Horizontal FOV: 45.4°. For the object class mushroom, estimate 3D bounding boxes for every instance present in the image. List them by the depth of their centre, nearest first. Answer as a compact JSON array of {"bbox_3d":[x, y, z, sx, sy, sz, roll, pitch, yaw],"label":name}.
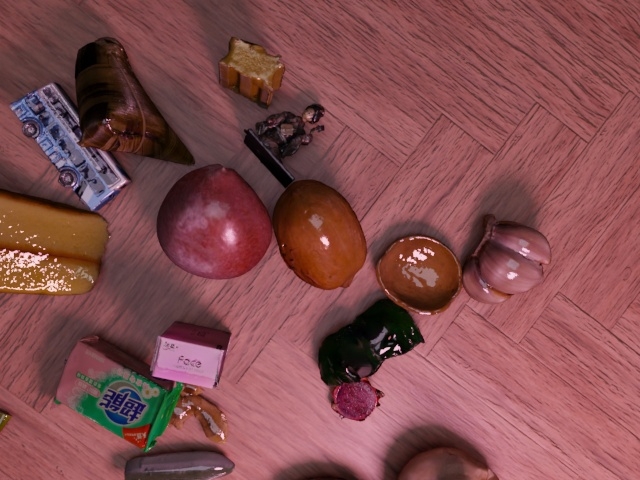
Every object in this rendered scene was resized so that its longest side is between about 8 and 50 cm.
[{"bbox_3d":[0.320,0.628,1.753,0.292,0.290,0.292,3,82,-19],"label":"mushroom"}]

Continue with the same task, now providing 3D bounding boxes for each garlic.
[{"bbox_3d":[0.442,0.057,1.810,0.191,0.160,0.214,29,88,1],"label":"garlic"}]

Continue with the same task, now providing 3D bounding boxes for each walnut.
[{"bbox_3d":[0.000,0.000,1.753,0.203,0.203,0.298,-26,117,-2],"label":"walnut"}]

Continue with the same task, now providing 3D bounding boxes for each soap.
[{"bbox_3d":[-0.156,-0.374,1.718,0.135,0.233,0.076,27,85,-5],"label":"soap"},{"bbox_3d":[-0.467,0.350,1.762,0.273,0.098,0.218,26,101,14],"label":"soap"}]

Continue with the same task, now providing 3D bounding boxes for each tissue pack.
[{"bbox_3d":[-0.287,0.253,1.727,0.148,0.246,0.092,12,92,-4],"label":"tissue pack"}]

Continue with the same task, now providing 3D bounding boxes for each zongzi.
[{"bbox_3d":[-0.424,-0.311,1.777,0.134,0.288,0.286,-33,58,36],"label":"zongzi"}]

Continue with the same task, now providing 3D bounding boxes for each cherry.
[{"bbox_3d":[-0.236,-0.039,1.717,0.261,0.307,0.221,15,47,-2],"label":"cherry"}]

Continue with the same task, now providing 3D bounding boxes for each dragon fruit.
[{"bbox_3d":[0.088,0.378,1.850,0.112,0.068,0.126,44,103,12],"label":"dragon fruit"}]

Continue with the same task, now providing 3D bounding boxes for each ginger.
[{"bbox_3d":[-0.314,0.415,1.829,0.133,0.059,0.214,-39,94,-9],"label":"ginger"}]

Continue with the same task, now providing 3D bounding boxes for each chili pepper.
[{"bbox_3d":[0.105,0.244,1.811,0.264,0.116,0.148,-30,79,-4],"label":"chili pepper"}]

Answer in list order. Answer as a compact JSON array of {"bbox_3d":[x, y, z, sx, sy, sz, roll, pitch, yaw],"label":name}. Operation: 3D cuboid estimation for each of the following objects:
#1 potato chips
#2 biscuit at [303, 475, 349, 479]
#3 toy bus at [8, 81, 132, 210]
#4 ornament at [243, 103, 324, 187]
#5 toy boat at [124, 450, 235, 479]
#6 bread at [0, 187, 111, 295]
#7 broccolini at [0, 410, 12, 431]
[{"bbox_3d":[0.235,0.083,1.846,0.208,0.062,0.195,-4,87,-2],"label":"potato chips"},{"bbox_3d":[0.021,0.721,1.826,0.332,0.103,0.332,0,94,5],"label":"biscuit"},{"bbox_3d":[-0.573,-0.214,1.763,0.131,0.106,0.297,-36,96,-4],"label":"toy bus"},{"bbox_3d":[-0.061,-0.253,1.782,0.196,0.153,0.166,-43,95,-10],"label":"ornament"},{"bbox_3d":[-0.334,0.551,1.826,0.260,0.078,0.085,-5,117,-2],"label":"toy boat"},{"bbox_3d":[-0.705,0.005,1.789,0.361,0.245,0.233,14,90,-34],"label":"bread"},{"bbox_3d":[-0.870,0.559,1.809,0.074,0.079,0.392,34,83,6],"label":"broccolini"}]
